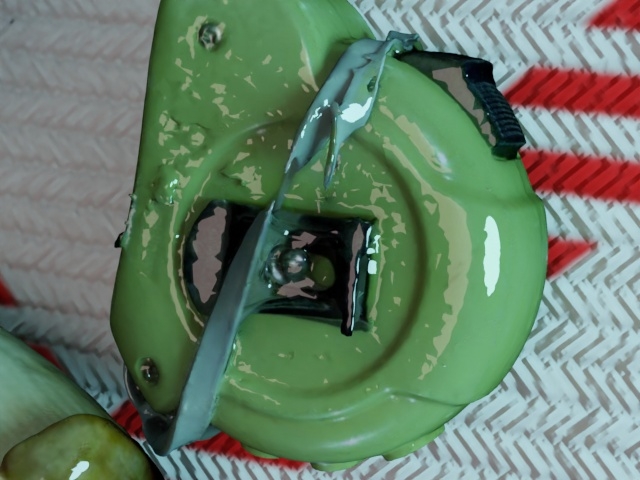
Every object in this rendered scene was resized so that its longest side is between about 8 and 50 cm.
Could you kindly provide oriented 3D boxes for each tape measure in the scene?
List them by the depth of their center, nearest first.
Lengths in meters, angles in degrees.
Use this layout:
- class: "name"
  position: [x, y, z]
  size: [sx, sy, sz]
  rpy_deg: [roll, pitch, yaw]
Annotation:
- class: "tape measure"
  position: [0.000, 0.000, 0.483]
  size: [0.154, 0.087, 0.177]
  rpy_deg: [15, 102, 18]

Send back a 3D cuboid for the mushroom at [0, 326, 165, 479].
- class: "mushroom"
  position: [-0.195, 0.047, 0.558]
  size: [0.333, 0.087, 0.107]
  rpy_deg: [26, 130, 23]
